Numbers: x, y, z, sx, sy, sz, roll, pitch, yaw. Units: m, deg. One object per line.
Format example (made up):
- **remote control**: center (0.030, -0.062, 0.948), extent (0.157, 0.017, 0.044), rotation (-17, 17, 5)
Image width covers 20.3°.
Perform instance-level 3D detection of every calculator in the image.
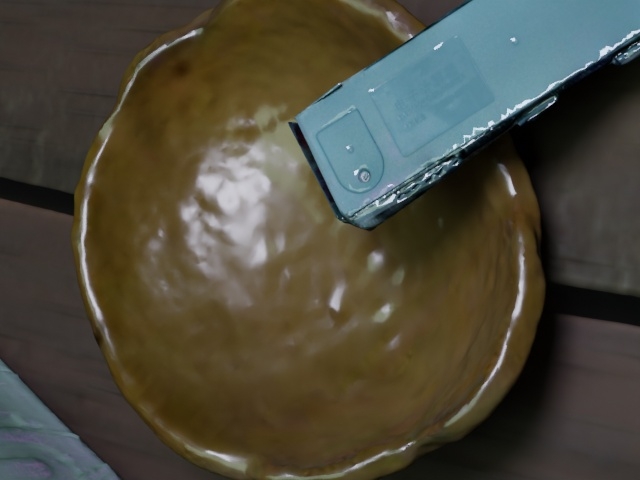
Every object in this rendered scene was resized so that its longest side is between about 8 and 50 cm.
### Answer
- **calculator**: center (0.070, -0.067, 0.633), extent (0.172, 0.018, 0.057), rotation (-34, 68, 13)

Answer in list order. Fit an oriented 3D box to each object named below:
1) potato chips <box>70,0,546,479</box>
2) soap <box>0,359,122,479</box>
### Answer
- **potato chips**: center (-0.001, 0.000, 0.695), extent (0.208, 0.062, 0.195), rotation (21, 88, 26)
- **soap**: center (-0.190, 0.107, 0.814), extent (0.261, 0.150, 0.094), rotation (39, 109, 35)
